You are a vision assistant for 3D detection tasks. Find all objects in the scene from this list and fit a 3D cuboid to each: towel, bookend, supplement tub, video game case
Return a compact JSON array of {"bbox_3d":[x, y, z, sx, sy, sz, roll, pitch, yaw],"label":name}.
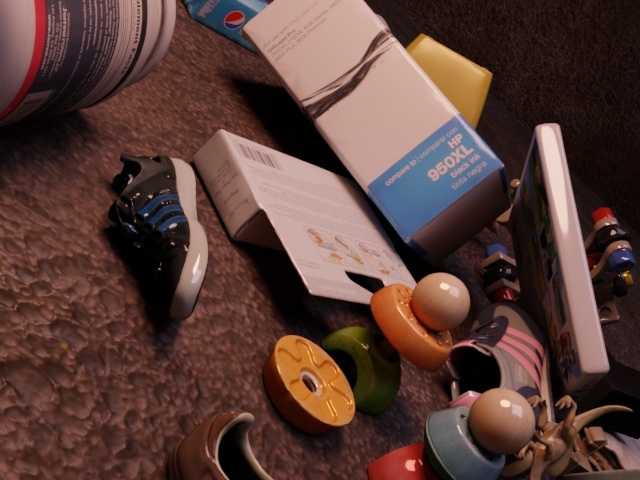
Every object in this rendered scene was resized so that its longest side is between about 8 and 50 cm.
[{"bbox_3d":[0.480,0.343,1.253,0.282,0.049,0.187,51,24,10],"label":"towel"},{"bbox_3d":[0.428,0.207,1.237,0.156,0.072,0.157,22,29,-34],"label":"bookend"},{"bbox_3d":[-0.256,-0.196,0.672,0.191,0.191,0.272,47,23,0],"label":"supplement tub"},{"bbox_3d":[0.316,0.056,1.107,0.300,0.036,0.329,76,10,-67],"label":"video game case"}]

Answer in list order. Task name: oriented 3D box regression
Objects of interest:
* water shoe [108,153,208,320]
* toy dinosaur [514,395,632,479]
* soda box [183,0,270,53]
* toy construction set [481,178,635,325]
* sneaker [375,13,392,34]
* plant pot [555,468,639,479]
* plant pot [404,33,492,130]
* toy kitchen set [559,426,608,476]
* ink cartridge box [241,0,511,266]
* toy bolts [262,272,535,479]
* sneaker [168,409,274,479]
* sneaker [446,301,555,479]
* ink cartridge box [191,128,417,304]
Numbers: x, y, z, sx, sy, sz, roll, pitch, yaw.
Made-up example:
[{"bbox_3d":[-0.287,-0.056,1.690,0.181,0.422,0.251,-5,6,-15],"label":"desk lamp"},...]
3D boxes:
[{"bbox_3d":[-0.152,-0.005,0.726,0.080,0.073,0.203,10,34,-22],"label":"water shoe"},{"bbox_3d":[0.266,0.215,0.900,0.053,0.183,0.093,11,-47,55],"label":"toy dinosaur"},{"bbox_3d":[-0.127,-0.369,1.330,0.210,0.067,0.071,19,35,-49],"label":"soda box"},{"bbox_3d":[0.414,0.051,1.455,0.309,0.257,0.237,51,4,37],"label":"toy construction set"},{"bbox_3d":[0.063,-0.343,1.561,0.150,0.135,0.366,57,32,4],"label":"sneaker"},{"bbox_3d":[0.423,0.356,0.891,0.293,0.293,0.196,20,61,-47],"label":"plant pot"},{"bbox_3d":[0.201,-0.255,1.465,0.212,0.187,0.212,30,15,5],"label":"plant pot"},{"bbox_3d":[0.341,0.271,1.104,0.075,0.068,0.083,37,24,-21],"label":"toy kitchen set"},{"bbox_3d":[0.092,-0.175,1.191,0.395,0.166,0.285,53,7,16],"label":"ink cartridge box"},{"bbox_3d":[0.087,0.138,0.764,0.218,0.158,0.228,9,44,-56],"label":"toy bolts"},{"bbox_3d":[-0.047,0.203,0.542,0.066,0.071,0.188,14,39,-52],"label":"sneaker"},{"bbox_3d":[0.217,0.150,1.032,0.131,0.112,0.319,44,22,-15],"label":"sneaker"},{"bbox_3d":[0.000,0.000,0.967,0.275,0.060,0.239,15,39,-52],"label":"ink cartridge box"}]
